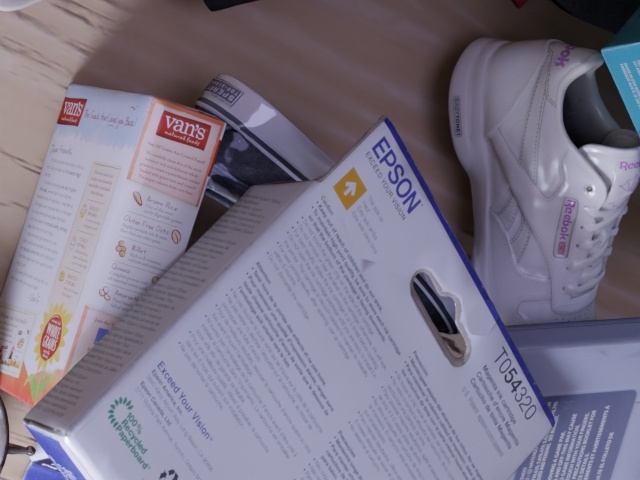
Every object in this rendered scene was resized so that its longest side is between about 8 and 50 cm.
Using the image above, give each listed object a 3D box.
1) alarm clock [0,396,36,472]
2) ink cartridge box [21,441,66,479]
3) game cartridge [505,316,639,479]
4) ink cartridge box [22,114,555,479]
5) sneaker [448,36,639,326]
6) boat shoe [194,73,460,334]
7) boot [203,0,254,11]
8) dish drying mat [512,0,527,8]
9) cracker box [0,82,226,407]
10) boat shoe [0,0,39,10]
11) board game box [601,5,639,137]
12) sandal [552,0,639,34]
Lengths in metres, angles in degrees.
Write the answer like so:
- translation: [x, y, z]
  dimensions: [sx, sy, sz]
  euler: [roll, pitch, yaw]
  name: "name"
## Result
- translation: [-0.304, 0.125, 1.397]
  dimensions: [0.129, 0.064, 0.192]
  euler: [-46, 117, -14]
  name: "alarm clock"
- translation: [-0.102, 0.150, 1.518]
  dimensions: [0.223, 0.045, 0.224]
  euler: [24, 86, -29]
  name: "ink cartridge box"
- translation: [0.174, 0.197, 1.616]
  dimensions: [0.198, 0.062, 0.297]
  euler: [0, 119, -23]
  name: "game cartridge"
- translation: [-0.008, 0.131, 1.410]
  dimensions: [0.330, 0.071, 0.324]
  euler: [-46, 124, -24]
  name: "ink cartridge box"
- translation: [0.193, -0.016, 1.586]
  dimensions: [0.114, 0.152, 0.305]
  euler: [-31, 114, -48]
  name: "sneaker"
- translation: [0.000, 0.000, 1.514]
  dimensions: [0.301, 0.108, 0.102]
  euler: [41, 83, -32]
  name: "boat shoe"
- translation: [0.121, -0.216, 1.404]
  dimensions: [0.445, 0.146, 0.367]
  euler: [-5, 90, 6]
  name: "boot"
- translation: [0.182, -0.233, 1.637]
  dimensions: [0.083, 0.008, 0.032]
  euler: [-48, 117, -13]
  name: "dish drying mat"
- translation: [-0.159, 0.009, 1.405]
  dimensions: [0.067, 0.156, 0.232]
  euler: [18, 89, -29]
  name: "cracker box"
- translation: [-0.195, -0.304, 1.314]
  dimensions: [0.340, 0.158, 0.127]
  euler: [-61, 155, -26]
  name: "boat shoe"
- translation: [0.378, -0.136, 1.638]
  dimensions: [0.336, 0.079, 0.254]
  euler: [-48, 119, -43]
  name: "board game box"
- translation: [0.247, -0.217, 1.650]
  dimensions: [0.254, 0.054, 0.097]
  euler: [34, 94, -39]
  name: "sandal"
